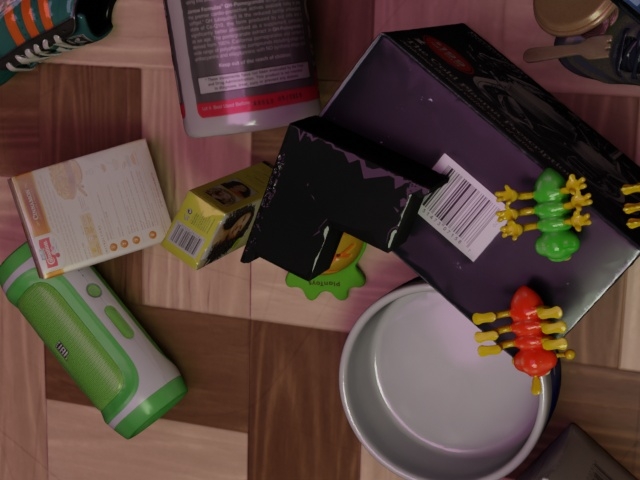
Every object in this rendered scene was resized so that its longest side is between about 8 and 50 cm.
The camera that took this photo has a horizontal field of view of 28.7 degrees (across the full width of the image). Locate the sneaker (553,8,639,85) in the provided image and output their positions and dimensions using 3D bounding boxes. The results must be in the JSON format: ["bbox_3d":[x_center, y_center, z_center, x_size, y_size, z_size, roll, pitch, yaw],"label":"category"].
[{"bbox_3d":[0.393,-0.203,1.366,0.300,0.121,0.111,11,114,31],"label":"sneaker"}]

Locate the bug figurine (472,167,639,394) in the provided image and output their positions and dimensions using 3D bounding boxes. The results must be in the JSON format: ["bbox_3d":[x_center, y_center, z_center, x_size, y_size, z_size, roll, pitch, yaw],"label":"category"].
[{"bbox_3d":[0.282,0.034,1.165,0.279,0.072,0.216,-5,93,26],"label":"bug figurine"}]

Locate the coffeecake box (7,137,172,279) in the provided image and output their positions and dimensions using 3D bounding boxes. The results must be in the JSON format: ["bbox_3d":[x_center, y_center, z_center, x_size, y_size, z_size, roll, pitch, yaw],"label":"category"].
[{"bbox_3d":[-0.306,-0.043,1.675,0.186,0.068,0.142,-18,95,-18],"label":"coffeecake box"}]

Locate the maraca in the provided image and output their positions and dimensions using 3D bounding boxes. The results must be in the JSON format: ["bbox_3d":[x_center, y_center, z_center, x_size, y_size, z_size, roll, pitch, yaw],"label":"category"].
[{"bbox_3d":[0.000,0.000,1.603,0.127,0.099,0.185,1,123,13],"label":"maraca"}]

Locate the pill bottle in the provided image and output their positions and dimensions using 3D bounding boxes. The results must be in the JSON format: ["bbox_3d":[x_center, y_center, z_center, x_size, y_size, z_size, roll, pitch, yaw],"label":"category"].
[{"bbox_3d":[-0.105,-0.294,1.538,0.176,0.176,0.318,-5,99,23],"label":"pill bottle"}]

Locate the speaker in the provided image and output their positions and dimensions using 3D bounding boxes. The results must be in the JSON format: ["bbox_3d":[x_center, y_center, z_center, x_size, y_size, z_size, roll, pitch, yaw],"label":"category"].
[{"bbox_3d":[-0.318,0.129,1.741,0.131,0.131,0.296,-43,83,24],"label":"speaker"}]

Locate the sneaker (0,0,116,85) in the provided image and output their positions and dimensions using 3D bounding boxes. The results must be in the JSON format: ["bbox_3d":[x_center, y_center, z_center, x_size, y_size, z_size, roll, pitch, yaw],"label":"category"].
[{"bbox_3d":[-0.361,-0.293,1.680,0.302,0.108,0.121,-43,79,22],"label":"sneaker"}]

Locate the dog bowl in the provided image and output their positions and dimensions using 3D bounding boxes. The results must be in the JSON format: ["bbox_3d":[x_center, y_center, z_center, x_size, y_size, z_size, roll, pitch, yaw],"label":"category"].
[{"bbox_3d":[0.163,0.172,1.564,0.265,0.104,0.264,4,102,22],"label":"dog bowl"}]

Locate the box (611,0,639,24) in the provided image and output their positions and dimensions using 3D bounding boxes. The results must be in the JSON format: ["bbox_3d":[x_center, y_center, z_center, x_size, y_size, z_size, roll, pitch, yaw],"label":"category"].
[{"bbox_3d":[0.349,-0.334,1.338,0.159,0.044,0.233,-46,62,6],"label":"box"}]

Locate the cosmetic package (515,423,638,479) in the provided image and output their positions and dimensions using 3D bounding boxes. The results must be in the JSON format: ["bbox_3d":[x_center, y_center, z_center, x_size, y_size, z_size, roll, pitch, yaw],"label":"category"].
[{"bbox_3d":[0.224,0.430,1.534,0.156,0.217,0.385,44,111,8],"label":"cosmetic package"}]

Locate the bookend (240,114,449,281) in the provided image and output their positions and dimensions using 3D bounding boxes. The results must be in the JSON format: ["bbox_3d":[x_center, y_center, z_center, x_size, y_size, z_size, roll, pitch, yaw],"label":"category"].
[{"bbox_3d":[0.023,-0.022,1.256,0.157,0.072,0.156,26,110,15],"label":"bookend"}]

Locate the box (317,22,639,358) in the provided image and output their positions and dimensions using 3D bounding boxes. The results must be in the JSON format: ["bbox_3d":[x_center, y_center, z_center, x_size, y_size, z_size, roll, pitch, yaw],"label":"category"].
[{"bbox_3d":[0.192,-0.068,1.389,0.343,0.312,0.179,42,112,9],"label":"box"}]

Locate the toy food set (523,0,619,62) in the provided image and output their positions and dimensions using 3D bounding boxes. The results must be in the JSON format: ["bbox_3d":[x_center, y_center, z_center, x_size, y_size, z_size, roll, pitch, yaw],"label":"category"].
[{"bbox_3d":[0.301,-0.282,1.413,0.132,0.038,0.192,1,71,45],"label":"toy food set"}]

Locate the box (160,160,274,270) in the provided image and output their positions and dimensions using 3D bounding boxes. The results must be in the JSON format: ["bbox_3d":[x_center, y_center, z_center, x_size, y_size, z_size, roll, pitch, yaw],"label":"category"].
[{"bbox_3d":[-0.110,-0.035,1.562,0.058,0.232,0.087,34,112,10],"label":"box"}]
